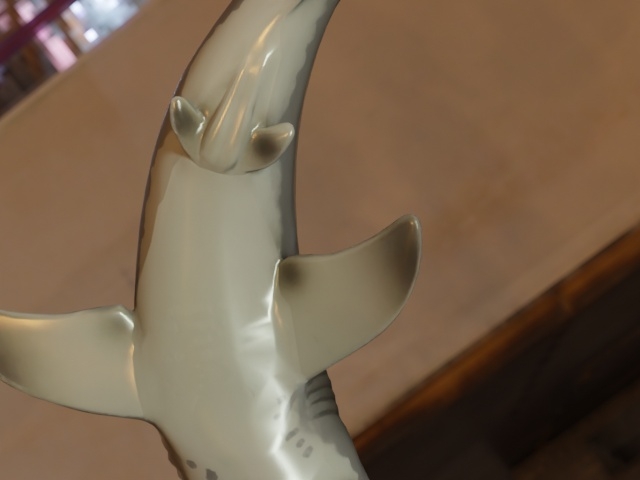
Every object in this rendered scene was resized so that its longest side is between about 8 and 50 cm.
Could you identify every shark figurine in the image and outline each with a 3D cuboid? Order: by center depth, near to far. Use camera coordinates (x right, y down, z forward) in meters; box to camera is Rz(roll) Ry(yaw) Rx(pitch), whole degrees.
[{"bbox_3d":[-0.009,-0.027,0.648,0.166,0.278,0.116,18,12,5],"label":"shark figurine"}]
